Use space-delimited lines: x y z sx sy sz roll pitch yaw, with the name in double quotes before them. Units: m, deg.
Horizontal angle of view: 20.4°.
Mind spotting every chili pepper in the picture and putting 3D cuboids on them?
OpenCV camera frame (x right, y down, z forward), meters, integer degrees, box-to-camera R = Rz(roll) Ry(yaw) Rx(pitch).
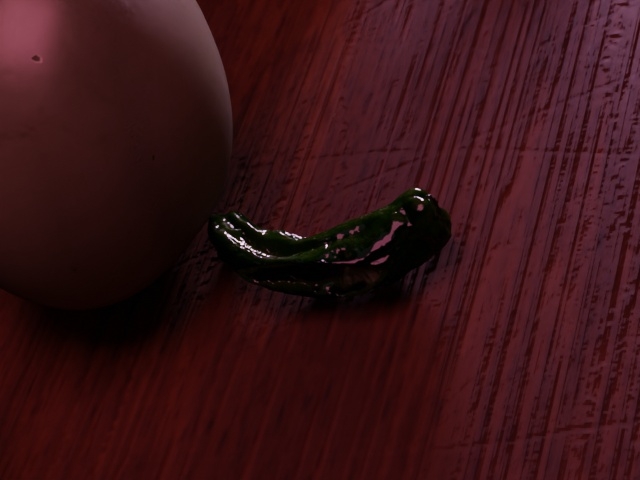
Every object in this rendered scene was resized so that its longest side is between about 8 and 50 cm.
"chili pepper" -0.004 0.005 1.134 0.182 0.050 0.073 0 56 30

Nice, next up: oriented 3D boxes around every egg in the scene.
"egg" -0.168 -0.086 1.175 0.219 0.219 0.269 -7 77 21
